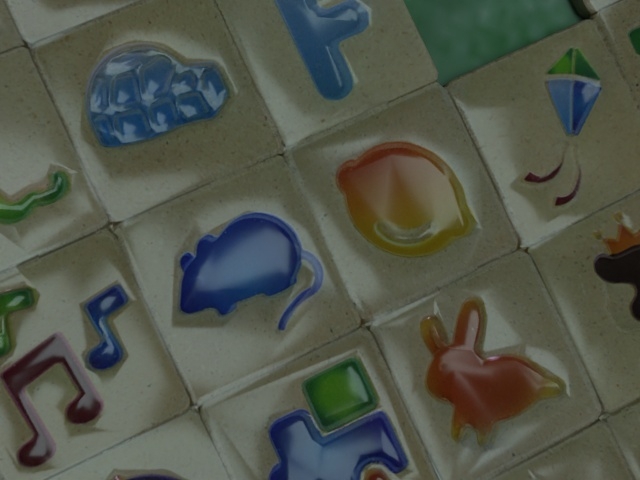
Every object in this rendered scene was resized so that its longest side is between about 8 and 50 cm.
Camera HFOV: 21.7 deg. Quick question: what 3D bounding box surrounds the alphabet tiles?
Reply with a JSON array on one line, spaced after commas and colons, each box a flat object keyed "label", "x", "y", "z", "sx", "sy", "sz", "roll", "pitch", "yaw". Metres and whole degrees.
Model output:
[{"label": "alphabet tiles", "x": 0.000, "y": 0.000, "z": 0.344, "sx": 0.237, "sy": 0.009, "sz": 0.198, "roll": -25, "pitch": 89, "yaw": -19}]
